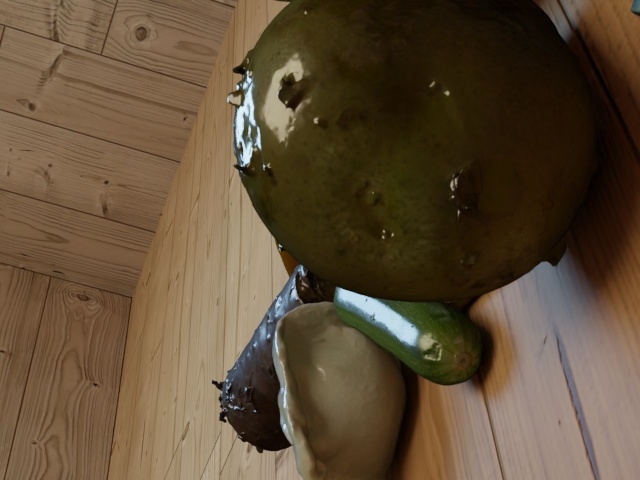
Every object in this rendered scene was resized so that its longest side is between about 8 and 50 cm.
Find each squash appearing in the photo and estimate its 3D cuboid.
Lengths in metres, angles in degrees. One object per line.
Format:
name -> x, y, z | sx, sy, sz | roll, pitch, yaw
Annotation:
squash -> 0.074, 0.071, 1.165 | 0.229, 0.066, 0.066 | 27, 101, 64

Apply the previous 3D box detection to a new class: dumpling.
dumpling -> 0.011, 0.149, 1.240 | 0.124, 0.151, 0.229 | -28, 40, 35

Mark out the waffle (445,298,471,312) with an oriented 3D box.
waffle -> 0.139, 0.001, 1.139 | 0.152, 0.023, 0.097 | 127, 155, -61

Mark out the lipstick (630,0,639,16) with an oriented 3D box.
lipstick -> 0.253, -0.219, 0.868 | 0.048, 0.048, 0.158 | -131, 58, -75

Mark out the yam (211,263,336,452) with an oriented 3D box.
yam -> -0.021, 0.123, 1.446 | 0.279, 0.131, 0.131 | 123, 159, -47

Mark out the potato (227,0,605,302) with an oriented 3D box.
potato -> 0.090, -0.097, 1.009 | 0.219, 0.270, 0.359 | -62, -7, 30

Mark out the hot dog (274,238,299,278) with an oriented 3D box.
hot dog -> 0.000, 0.000, 1.449 | 0.249, 0.102, 0.076 | 85, -177, -55
